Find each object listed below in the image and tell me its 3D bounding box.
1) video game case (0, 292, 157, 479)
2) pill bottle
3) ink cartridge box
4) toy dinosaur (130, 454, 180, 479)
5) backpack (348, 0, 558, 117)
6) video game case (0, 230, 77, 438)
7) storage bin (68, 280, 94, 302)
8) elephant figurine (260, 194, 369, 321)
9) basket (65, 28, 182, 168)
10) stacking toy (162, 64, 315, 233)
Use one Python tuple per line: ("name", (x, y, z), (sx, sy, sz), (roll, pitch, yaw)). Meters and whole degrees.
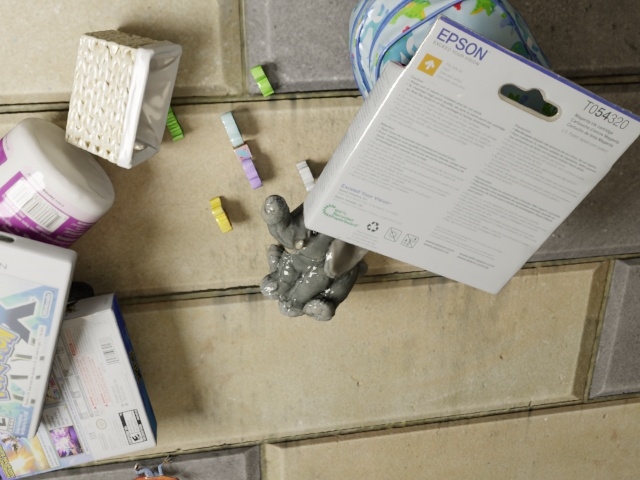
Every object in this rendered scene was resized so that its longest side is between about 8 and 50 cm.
("video game case", (-0.404, 0.228, 1.108), (0.244, 0.061, 0.269), (-12, 117, -6))
("pill bottle", (-0.454, -0.017, 1.017), (0.301, 0.169, 0.169), (-39, 116, 9))
("ink cartridge box", (0.192, -0.099, 0.944), (0.324, 0.071, 0.330), (20, 123, -21))
("toy dinosaur", (-0.304, 0.441, 1.325), (0.082, 0.090, 0.047), (21, 130, 13))
("backpack", (0.190, -0.225, 1.022), (0.290, 0.273, 0.355), (-24, 106, 17))
("video game case", (-0.506, 0.113, 0.963), (0.300, 0.036, 0.329), (16, 119, -11))
("storage bin", (-0.426, 0.164, 1.156), (0.122, 0.084, 0.180), (-1, 116, -11))
("elephant figurine", (0.000, 0.000, 1.102), (0.170, 0.186, 0.239), (16, 132, 3))
("basket", (-0.272, -0.200, 0.989), (0.103, 0.113, 0.167), (20, 112, 4))
("stacking toy", (-0.121, -0.136, 1.093), (0.167, 0.052, 0.221), (-24, 117, 0))
